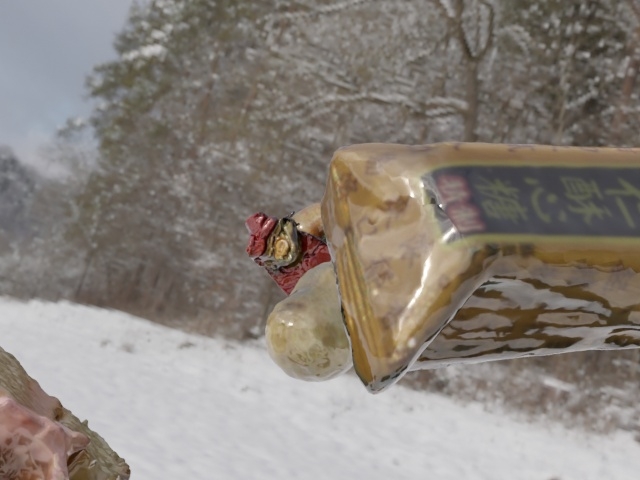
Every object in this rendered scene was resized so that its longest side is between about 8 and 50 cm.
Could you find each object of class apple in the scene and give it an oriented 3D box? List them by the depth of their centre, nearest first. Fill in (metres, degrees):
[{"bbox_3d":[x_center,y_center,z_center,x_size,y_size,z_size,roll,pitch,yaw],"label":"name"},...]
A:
[{"bbox_3d":[0.003,0.001,1.736,0.126,0.126,0.102,20,-10,-17],"label":"apple"}]

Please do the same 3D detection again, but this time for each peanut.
[{"bbox_3d":[0.019,0.066,1.048,0.085,0.104,0.228,4,20,25],"label":"peanut"}]

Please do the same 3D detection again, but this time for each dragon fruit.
[{"bbox_3d":[-0.013,0.014,1.316,0.192,0.092,0.122,38,26,-32],"label":"dragon fruit"}]

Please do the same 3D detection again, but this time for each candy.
[{"bbox_3d":[0.133,0.002,0.537,0.271,0.143,0.101,-3,-35,-18],"label":"candy"}]

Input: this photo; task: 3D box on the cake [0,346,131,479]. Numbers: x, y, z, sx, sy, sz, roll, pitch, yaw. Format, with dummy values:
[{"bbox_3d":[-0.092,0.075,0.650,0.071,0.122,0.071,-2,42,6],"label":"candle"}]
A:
[{"bbox_3d":[-0.371,0.204,0.879,0.307,0.314,0.293,46,-10,-5],"label":"cake"}]
